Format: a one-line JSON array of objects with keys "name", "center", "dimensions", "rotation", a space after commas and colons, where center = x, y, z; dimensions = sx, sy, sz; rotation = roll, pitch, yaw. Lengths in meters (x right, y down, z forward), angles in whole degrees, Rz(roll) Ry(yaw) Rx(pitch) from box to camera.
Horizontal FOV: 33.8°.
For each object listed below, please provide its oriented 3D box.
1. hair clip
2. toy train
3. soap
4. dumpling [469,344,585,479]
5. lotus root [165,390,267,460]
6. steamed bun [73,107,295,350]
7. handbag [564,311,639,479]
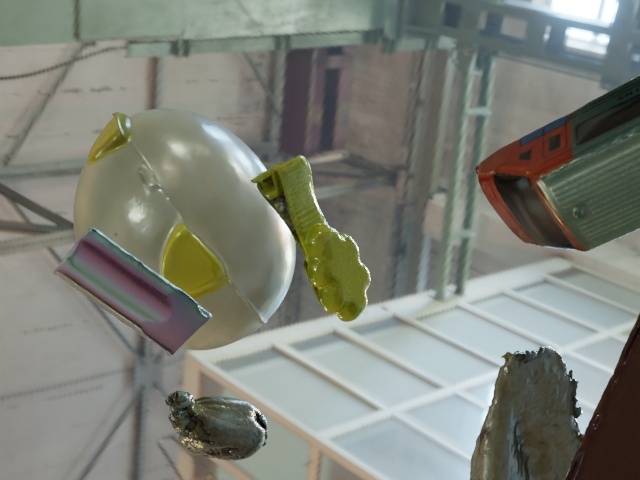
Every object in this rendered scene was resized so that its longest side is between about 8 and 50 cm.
[{"name": "hair clip", "center": [0.000, 0.000, 1.039], "dimensions": [0.072, 0.046, 0.173], "rotation": [-32, -83, -42]}, {"name": "toy train", "center": [0.294, -0.094, 0.707], "dimensions": [0.086, 0.409, 0.089], "rotation": [51, -151, -22]}, {"name": "soap", "center": [-0.177, 0.052, 1.001], "dimensions": [0.149, 0.100, 0.056], "rotation": [37, -101, -12]}, {"name": "dumpling", "center": [0.171, 0.245, 0.970], "dimensions": [0.166, 0.086, 0.332], "rotation": [2, -76, -47]}, {"name": "lotus root", "center": [-0.136, 0.243, 1.376], "dimensions": [0.165, 0.088, 0.088], "rotation": [25, -90, -42]}, {"name": "steamed bun", "center": [-0.203, -0.019, 1.568], "dimensions": [0.334, 0.374, 0.334], "rotation": [-30, -28, -18]}, {"name": "handbag", "center": [0.209, 0.093, 0.350], "dimensions": [0.084, 0.275, 0.260], "rotation": [41, -110, -27]}]
